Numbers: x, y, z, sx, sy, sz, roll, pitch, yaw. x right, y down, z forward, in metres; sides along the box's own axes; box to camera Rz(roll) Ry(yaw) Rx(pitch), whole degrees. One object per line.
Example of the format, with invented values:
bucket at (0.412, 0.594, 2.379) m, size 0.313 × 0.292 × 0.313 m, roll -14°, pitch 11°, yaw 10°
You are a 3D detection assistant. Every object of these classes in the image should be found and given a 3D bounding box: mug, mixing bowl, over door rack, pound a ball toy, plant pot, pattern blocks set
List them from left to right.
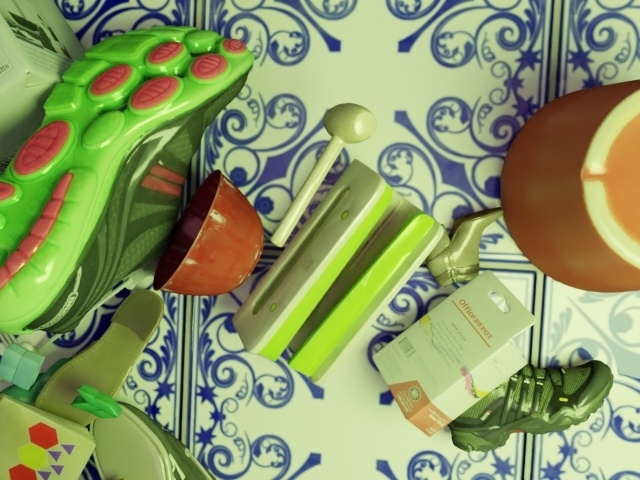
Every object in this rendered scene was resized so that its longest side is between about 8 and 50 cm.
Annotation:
over door rack at (-0.428, 0.034, 0.821) m, size 0.324 × 0.108 × 0.239 m, roll -34°, pitch 88°, yaw 7°
pattern blocks set at (-0.396, 0.300, 0.766) m, size 0.285 × 0.026 × 0.325 m, roll 38°, pitch 107°, yaw -8°
mug at (-0.428, 0.258, 0.833) m, size 0.129 × 0.097 × 0.157 m, roll -4°, pitch 92°, yaw 8°
mixing bowl at (-0.139, 0.005, 0.764) m, size 0.098 × 0.181 × 0.181 m, roll 28°, pitch 96°, yaw -22°
pound a ball toy at (0.000, 0.000, 0.730) m, size 0.208 × 0.136 × 0.319 m, roll 33°, pitch 98°, yaw -31°
plant pot at (0.360, -0.063, 0.641) m, size 0.275 × 0.243 × 0.275 m, roll 0°, pitch 92°, yaw 9°

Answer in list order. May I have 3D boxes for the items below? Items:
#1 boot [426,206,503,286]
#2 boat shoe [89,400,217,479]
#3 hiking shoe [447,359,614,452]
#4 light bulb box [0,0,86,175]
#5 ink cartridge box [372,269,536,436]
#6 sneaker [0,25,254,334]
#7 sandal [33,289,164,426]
boot at (0.200, 0.011, 0.771) m, size 0.118 × 0.042 × 0.087 m, roll -17°, pitch 96°, yaw 9°
boat shoe at (-0.208, 0.371, 0.822) m, size 0.112 × 0.095 × 0.335 m, roll -42°, pitch 81°, yaw 7°
hiking shoe at (0.263, 0.192, 0.743) m, size 0.227 × 0.086 × 0.114 m, roll -25°, pitch 92°, yaw 9°
light bulb box at (-0.549, -0.248, 0.766) m, size 0.358 × 0.225 × 0.361 m, roll -33°, pitch 87°, yaw 7°
ink cartridge box at (0.179, 0.143, 0.732) m, size 0.198 × 0.115 × 0.067 m, roll -40°, pitch 128°, yaw 8°
sneaker at (-0.254, -0.093, 0.727) m, size 0.185 × 0.202 × 0.482 m, roll 28°, pitch 67°, yaw 15°
sandal at (-0.310, 0.179, 0.829) m, size 0.088 × 0.079 × 0.240 m, roll 37°, pitch 79°, yaw 1°
